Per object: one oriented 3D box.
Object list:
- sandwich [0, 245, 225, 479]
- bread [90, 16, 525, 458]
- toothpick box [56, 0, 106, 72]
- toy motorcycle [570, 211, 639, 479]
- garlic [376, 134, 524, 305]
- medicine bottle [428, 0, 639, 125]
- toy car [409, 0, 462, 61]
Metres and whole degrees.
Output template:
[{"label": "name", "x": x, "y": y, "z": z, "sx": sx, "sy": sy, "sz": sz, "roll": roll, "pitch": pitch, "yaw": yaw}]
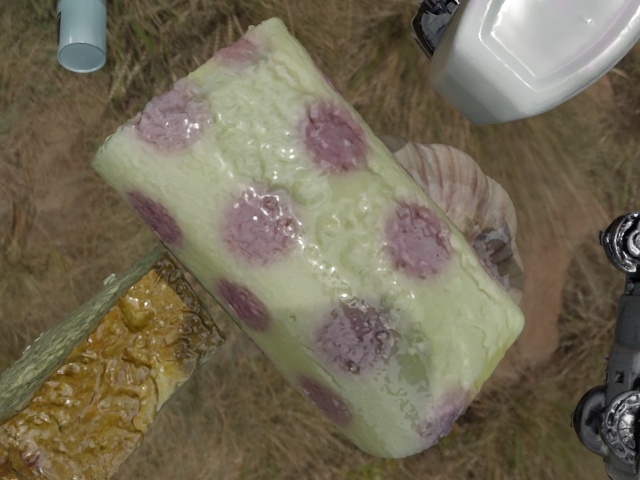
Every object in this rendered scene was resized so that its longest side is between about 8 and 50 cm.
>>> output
[{"label": "sandwich", "x": -0.243, "y": 0.148, "z": 0.993, "sx": 0.131, "sy": 0.262, "sz": 0.325, "roll": 49, "pitch": 51, "yaw": -14}, {"label": "bread", "x": 0.000, "y": 0.000, "z": 0.736, "sx": 0.338, "sy": 0.155, "sz": 0.187, "roll": 50, "pitch": 58, "yaw": -9}, {"label": "toothpick box", "x": -0.252, "y": -0.226, "z": 0.960, "sx": 0.052, "sy": 0.083, "sz": 0.052, "roll": -6, "pitch": 152, "yaw": -3}, {"label": "toy motorcycle", "x": 0.306, "y": 0.100, "z": 0.780, "sx": 0.157, "sy": 0.091, "sz": 0.263, "roll": 10, "pitch": 83, "yaw": -4}, {"label": "garlic", "x": 0.105, "y": 0.033, "z": 1.101, "sx": 0.321, "sy": 0.241, "sz": 0.322, "roll": -16, "pitch": 126, "yaw": -24}, {"label": "medicine bottle", "x": 0.160, "y": -0.167, "z": 0.707, "sx": 0.111, "sy": 0.296, "sz": 0.161, "roll": 43, "pitch": 98, "yaw": -1}, {"label": "toy car", "x": 0.168, "y": -0.256, "z": 0.986, "sx": 0.089, "sy": 0.108, "sz": 0.210, "roll": 48, "pitch": 68, "yaw": -11}]
